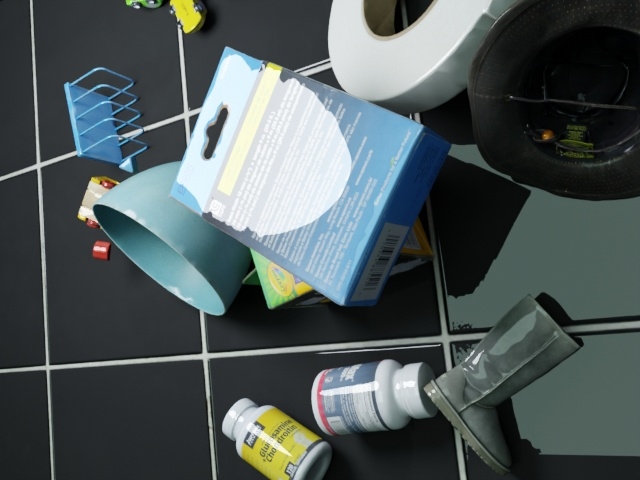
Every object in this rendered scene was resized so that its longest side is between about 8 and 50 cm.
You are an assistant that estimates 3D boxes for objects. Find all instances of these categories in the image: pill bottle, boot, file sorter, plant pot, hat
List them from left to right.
[{"bbox_3d":[-0.456,-0.266,1.303,0.105,0.118,0.170,-21,76,25],"label":"file sorter"},{"bbox_3d":[-0.228,-0.032,1.085,0.290,0.290,0.195,23,63,30],"label":"plant pot"},{"bbox_3d":[-0.079,0.351,1.043,0.184,0.103,0.103,25,99,29],"label":"pill bottle"},{"bbox_3d":[0.087,0.244,0.948,0.180,0.108,0.107,-16,79,29],"label":"pill bottle"},{"bbox_3d":[0.278,0.207,0.861,0.208,0.076,0.189,-40,98,1],"label":"boot"},{"bbox_3d":[0.350,-0.209,0.772,0.331,0.331,0.134,-1,47,31],"label":"hat"}]

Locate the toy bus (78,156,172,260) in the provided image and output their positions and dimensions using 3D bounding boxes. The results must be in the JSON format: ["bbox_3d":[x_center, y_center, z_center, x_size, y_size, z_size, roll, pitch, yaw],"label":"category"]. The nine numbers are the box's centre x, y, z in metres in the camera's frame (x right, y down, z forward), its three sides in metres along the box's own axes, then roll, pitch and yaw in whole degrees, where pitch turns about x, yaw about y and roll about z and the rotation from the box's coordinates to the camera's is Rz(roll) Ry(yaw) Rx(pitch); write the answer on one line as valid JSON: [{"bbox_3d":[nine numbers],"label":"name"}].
[{"bbox_3d":[-0.390,-0.058,1.255,0.191,0.104,0.202,-20,96,8],"label":"toy bus"}]

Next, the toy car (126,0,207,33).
[{"bbox_3d":[-0.317,-0.535,1.273,0.225,0.053,0.238,0,86,31],"label":"toy car"}]

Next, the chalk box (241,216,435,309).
[{"bbox_3d":[0.000,0.000,0.975,0.289,0.180,0.179,-25,74,26],"label":"chalk box"}]

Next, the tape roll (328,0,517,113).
[{"bbox_3d":[0.152,-0.378,0.880,0.392,0.072,0.391,-26,57,49],"label":"tape roll"}]

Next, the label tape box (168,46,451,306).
[{"bbox_3d":[-0.026,-0.094,0.831,0.334,0.106,0.240,30,103,29],"label":"label tape box"}]
